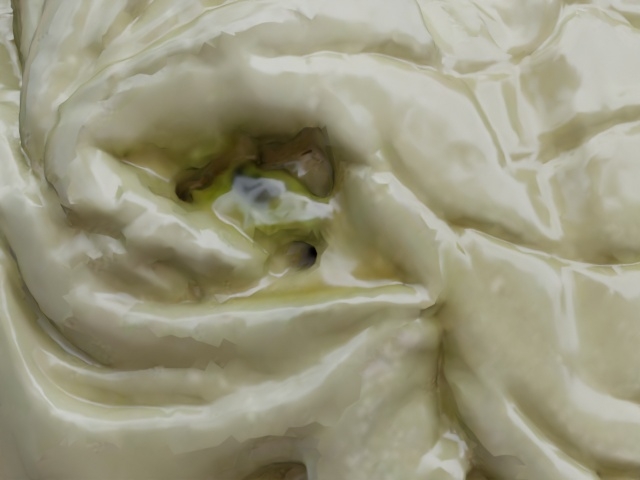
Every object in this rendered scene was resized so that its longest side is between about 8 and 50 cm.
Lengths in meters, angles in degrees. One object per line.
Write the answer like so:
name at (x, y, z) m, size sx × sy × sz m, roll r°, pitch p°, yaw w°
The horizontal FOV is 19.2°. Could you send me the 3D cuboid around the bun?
bun at (0.000, 0.000, 0.429) m, size 0.229 × 0.229 × 0.145 m, roll 14°, pitch -6°, yaw 14°
